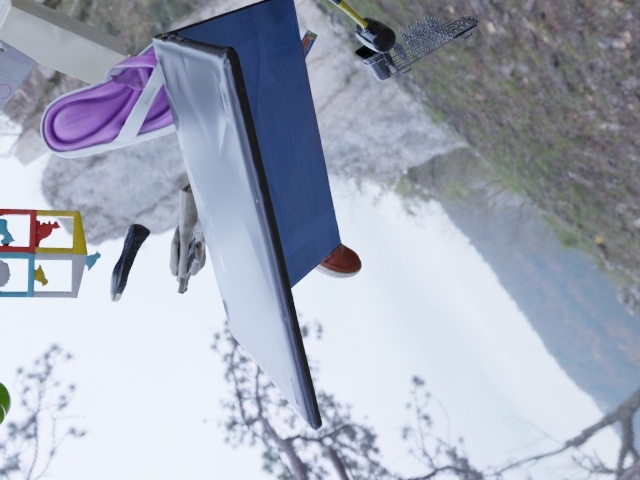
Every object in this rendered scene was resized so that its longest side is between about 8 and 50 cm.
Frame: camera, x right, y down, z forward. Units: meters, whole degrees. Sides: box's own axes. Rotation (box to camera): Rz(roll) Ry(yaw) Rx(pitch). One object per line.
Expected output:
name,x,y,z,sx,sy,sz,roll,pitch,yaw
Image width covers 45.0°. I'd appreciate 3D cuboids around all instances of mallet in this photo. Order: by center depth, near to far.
mallet,0.025,-0.324,1.057,0.190,0.039,0.062,32,-170,-32

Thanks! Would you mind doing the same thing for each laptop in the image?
laptop,-0.025,-0.072,0.902,0.408,0.237,0.381,34,141,60

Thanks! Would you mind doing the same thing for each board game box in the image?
board game box,-0.077,-0.477,2.178,0.035,0.201,0.136,27,-136,-6

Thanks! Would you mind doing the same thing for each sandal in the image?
sandal,-0.347,-0.257,1.399,0.169,0.416,0.102,68,-162,8

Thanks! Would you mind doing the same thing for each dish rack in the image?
dish rack,0.219,-0.454,1.758,0.074,0.272,0.208,60,-175,-20

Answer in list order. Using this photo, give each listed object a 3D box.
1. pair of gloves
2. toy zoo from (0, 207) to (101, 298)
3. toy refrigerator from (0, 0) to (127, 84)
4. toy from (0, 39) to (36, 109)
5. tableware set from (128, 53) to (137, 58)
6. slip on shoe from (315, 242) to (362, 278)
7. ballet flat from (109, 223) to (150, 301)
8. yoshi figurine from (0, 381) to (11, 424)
pair of gloves,-0.229,-0.016,1.458,0.240,0.042,0.204,-63,-15,-79
toy zoo,-0.623,0.028,1.660,0.030,0.294,0.192,170,101,-73
toy refrigerator,-0.586,-0.450,1.748,0.270,0.102,0.094,18,-149,-36
toy,-0.585,-0.233,1.231,0.056,0.237,0.137,42,-174,33
tableware set,-0.471,-0.422,2.053,0.104,0.024,0.154,-30,85,58
slip on shoe,0.000,0.000,1.756,0.331,0.101,0.123,30,-161,-47
ballet flat,-0.402,0.049,1.627,0.049,0.173,0.057,21,177,-37
yoshi figurine,-0.809,0.301,1.654,0.362,0.203,0.203,35,-147,10
